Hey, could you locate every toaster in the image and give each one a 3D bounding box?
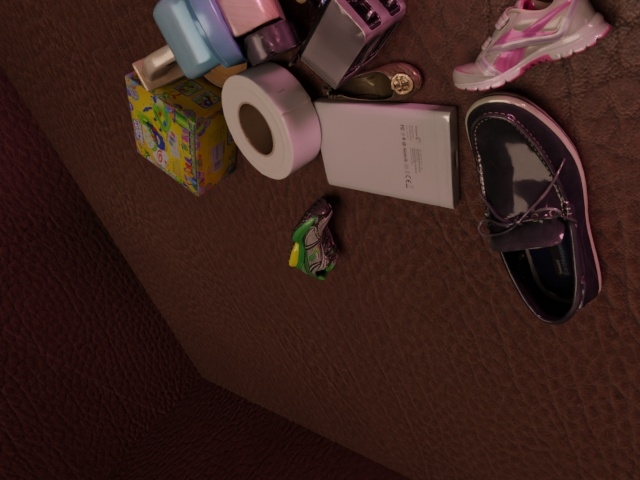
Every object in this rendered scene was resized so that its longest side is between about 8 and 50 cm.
[{"bbox_3d":[0.056,-0.402,0.929,0.110,0.168,0.186,44,144,-1],"label":"toaster"}]

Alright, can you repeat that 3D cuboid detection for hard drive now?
[{"bbox_3d":[0.150,-0.211,1.127,0.353,0.047,0.233,16,135,35],"label":"hard drive"}]

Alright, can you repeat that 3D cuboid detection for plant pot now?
[{"bbox_3d":[-0.274,-0.522,1.262,0.236,0.032,0.236,28,141,25],"label":"plant pot"}]

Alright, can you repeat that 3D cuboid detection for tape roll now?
[{"bbox_3d":[-0.129,-0.304,1.231,0.286,0.100,0.286,38,148,29],"label":"tape roll"}]

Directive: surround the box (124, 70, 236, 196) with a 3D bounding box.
[{"bbox_3d":[-0.412,-0.344,1.451,0.279,0.177,0.290,35,144,14],"label":"box"}]

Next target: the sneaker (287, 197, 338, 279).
[{"bbox_3d":[0.000,0.000,1.437,0.146,0.134,0.343,30,151,11],"label":"sneaker"}]

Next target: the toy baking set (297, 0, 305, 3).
[{"bbox_3d":[0.025,-0.530,0.846,0.256,0.030,0.196,-38,53,34],"label":"toy baking set"}]

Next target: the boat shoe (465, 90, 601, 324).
[{"bbox_3d":[0.412,-0.048,0.932,0.187,0.156,0.500,-5,120,49],"label":"boat shoe"}]

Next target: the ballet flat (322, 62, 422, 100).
[{"bbox_3d":[0.102,-0.336,1.041,0.250,0.058,0.084,13,134,37],"label":"ballet flat"}]

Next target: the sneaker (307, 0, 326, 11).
[{"bbox_3d":[-0.029,-0.533,0.966,0.162,0.073,0.063,49,144,-4],"label":"sneaker"}]

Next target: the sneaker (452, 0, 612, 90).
[{"bbox_3d":[0.328,-0.334,0.792,0.252,0.103,0.111,-15,109,44],"label":"sneaker"}]

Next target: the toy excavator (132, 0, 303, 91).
[{"bbox_3d":[-0.282,-0.459,1.081,0.445,0.433,0.222,-21,111,10],"label":"toy excavator"}]
